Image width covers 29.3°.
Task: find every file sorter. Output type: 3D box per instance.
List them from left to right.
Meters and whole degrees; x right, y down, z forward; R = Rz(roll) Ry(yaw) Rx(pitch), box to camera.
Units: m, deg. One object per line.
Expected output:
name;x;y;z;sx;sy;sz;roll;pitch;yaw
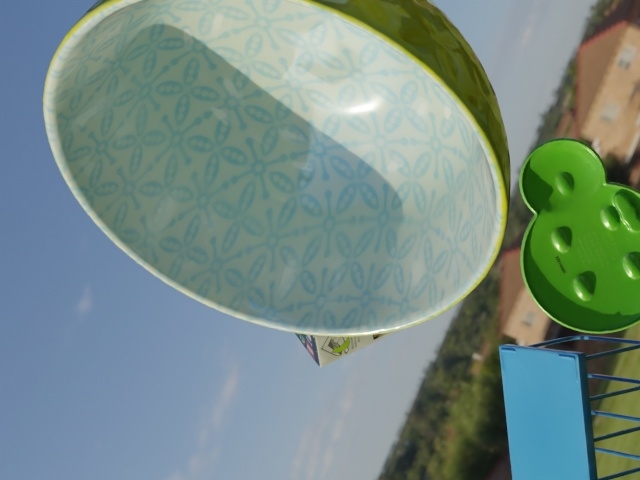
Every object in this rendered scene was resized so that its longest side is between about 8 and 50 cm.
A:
file sorter;0.261;0.184;1.214;0.118;0.104;0.170;-1;96;61

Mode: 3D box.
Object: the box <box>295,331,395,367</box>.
box;0.000;0.000;0.947;0.114;0.207;0.036;-23;-46;-15

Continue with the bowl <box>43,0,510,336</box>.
bowl;-0.010;-0.088;0.778;0.289;0.289;0.156;102;-172;-50

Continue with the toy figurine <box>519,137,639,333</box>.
toy figurine;0.232;-0.019;1.093;0.130;0.173;0.159;-26;7;11
